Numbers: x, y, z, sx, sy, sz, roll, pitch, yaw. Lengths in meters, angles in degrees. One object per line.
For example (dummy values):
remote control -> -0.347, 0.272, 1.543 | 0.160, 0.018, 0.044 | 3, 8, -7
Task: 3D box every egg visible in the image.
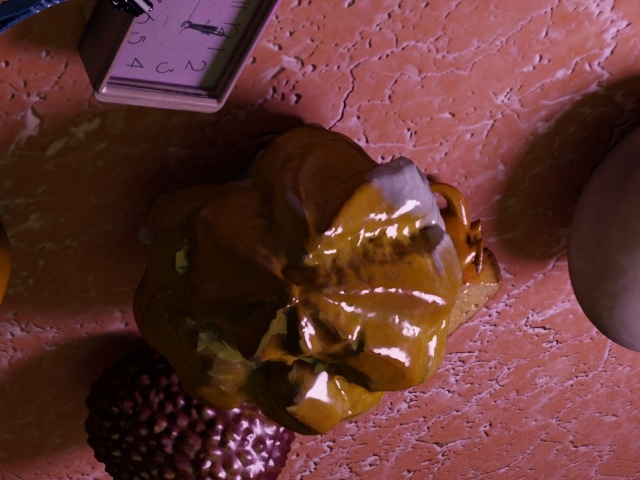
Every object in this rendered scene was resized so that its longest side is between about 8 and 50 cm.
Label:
egg -> 0.433, -0.008, 1.925 | 0.258, 0.258, 0.352 | -3, 139, -26

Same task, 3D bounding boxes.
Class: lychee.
lychee -> -0.160, 0.237, 1.965 | 0.271, 0.236, 0.236 | 25, 127, -20

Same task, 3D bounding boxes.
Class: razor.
razor -> -0.279, -0.196, 1.433 | 0.253, 0.042, 0.082 | -17, 157, 19

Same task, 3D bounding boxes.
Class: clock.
clock -> -0.127, -0.215, 1.506 | 0.147, 0.071, 0.192 | 4, 137, -32

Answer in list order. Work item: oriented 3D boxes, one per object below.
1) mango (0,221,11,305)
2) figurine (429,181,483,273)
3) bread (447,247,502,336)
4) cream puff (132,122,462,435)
mango -> -0.464, 0.072, 1.633 | 0.317, 0.173, 0.211 | -22, 141, -21
figurine -> 0.104, -0.007, 1.910 | 0.176, 0.121, 0.122 | -16, 118, 8
bread -> 0.150, 0.081, 2.066 | 0.187, 0.065, 0.103 | -40, 147, 26
cream puff -> -0.025, 0.062, 1.696 | 0.378, 0.275, 0.378 | 1, 119, 3
